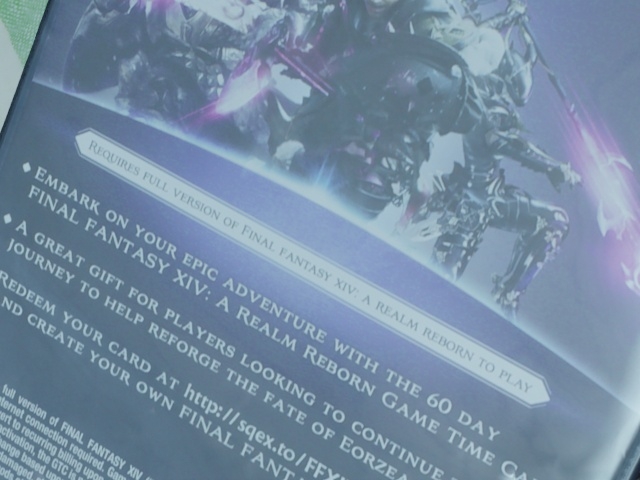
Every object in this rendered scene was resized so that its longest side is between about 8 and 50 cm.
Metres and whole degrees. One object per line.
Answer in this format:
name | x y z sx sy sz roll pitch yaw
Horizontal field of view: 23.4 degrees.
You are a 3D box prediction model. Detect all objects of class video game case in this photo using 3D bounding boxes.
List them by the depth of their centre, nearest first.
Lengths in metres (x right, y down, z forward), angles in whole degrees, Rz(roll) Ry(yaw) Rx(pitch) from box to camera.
video game case | 0.000 0.000 0.395 0.196 0.026 0.274 29 104 22

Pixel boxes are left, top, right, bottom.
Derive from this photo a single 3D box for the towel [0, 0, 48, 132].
towel | -0.189 -0.045 0.561 0.325 0.038 0.248 -39 65 26
